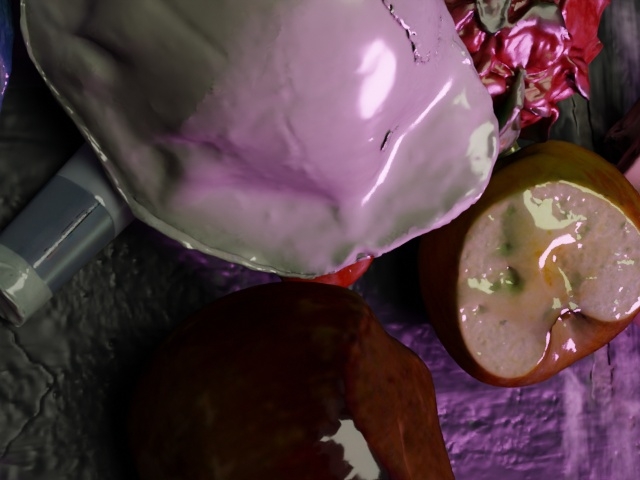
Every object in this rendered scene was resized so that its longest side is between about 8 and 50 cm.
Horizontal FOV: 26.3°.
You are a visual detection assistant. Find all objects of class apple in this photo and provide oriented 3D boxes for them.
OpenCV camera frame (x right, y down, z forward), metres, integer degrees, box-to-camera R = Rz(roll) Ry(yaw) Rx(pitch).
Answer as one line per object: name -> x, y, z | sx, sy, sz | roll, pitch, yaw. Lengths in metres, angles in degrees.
apple -> 0.173, 0.019, 1.099 | 0.195, 0.160, 0.173 | -32, 91, 6

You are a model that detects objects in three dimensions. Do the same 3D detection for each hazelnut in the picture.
hazelnut -> -0.020, 0.144, 0.941 | 0.218, 0.218, 0.234 | -26, 93, -35

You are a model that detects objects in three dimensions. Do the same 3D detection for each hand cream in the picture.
hand cream -> -0.140, -0.046, 0.951 | 0.255, 0.048, 0.079 | -50, 119, -31

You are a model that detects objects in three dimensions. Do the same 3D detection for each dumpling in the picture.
dumpling -> -0.055, -0.138, 0.877 | 0.260, 0.181, 0.341 | -34, 131, 6

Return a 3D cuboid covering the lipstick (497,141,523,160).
lipstick -> 0.179, -0.045, 1.192 | 0.037, 0.037, 0.116 | -32, 99, -34

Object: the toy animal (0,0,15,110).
toy animal -> -0.233, -0.175, 0.829 | 0.176, 0.239, 0.255 | -25, 57, -8

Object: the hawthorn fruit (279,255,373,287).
hawthorn fruit -> 0.000, 0.000, 1.029 | 0.093, 0.093, 0.093 | 4, 83, -36

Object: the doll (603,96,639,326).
doll -> 0.364, 0.001, 1.191 | 0.268, 0.284, 0.216 | 36, 59, -3

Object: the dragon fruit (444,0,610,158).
dragon fruit -> 0.097, -0.201, 1.062 | 0.233, 0.234, 0.293 | -3, 56, -36
